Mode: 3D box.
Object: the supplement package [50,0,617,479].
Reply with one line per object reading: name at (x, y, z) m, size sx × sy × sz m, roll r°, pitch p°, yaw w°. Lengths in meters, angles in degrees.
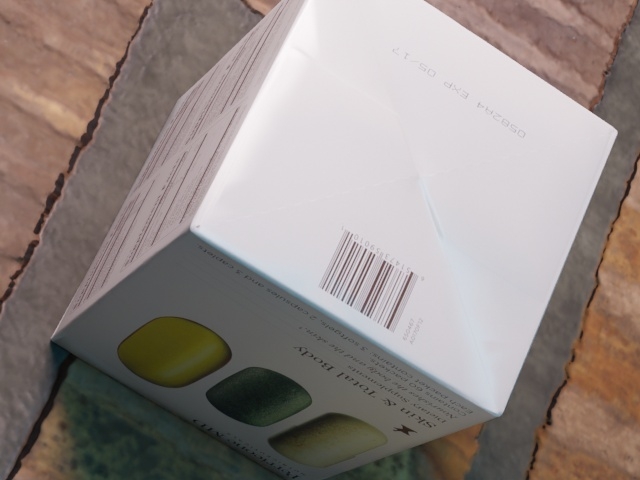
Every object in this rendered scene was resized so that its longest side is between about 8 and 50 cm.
supplement package at (0.000, 0.000, 1.082) m, size 0.199 × 0.262 × 0.198 m, roll 32°, pitch 64°, yaw -13°
